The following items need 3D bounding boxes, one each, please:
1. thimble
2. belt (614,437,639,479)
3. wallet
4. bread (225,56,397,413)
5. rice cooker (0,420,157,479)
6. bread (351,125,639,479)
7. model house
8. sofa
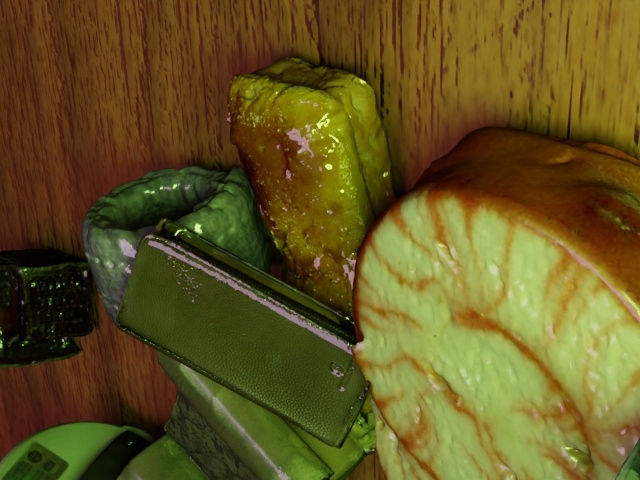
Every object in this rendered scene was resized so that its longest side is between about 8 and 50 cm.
[{"bbox_3d":[-0.116,0.006,1.164,0.150,0.150,0.098,13,125,47],"label":"thimble"},{"bbox_3d":[0.295,0.166,0.668,0.295,0.160,0.207,39,120,3],"label":"belt"},{"bbox_3d":[-0.053,0.070,1.059,0.198,0.031,0.110,29,127,8],"label":"wallet"},{"bbox_3d":[0.001,-0.001,1.074,0.139,0.077,0.271,22,132,47],"label":"bread"},{"bbox_3d":[-0.249,0.315,1.481,0.226,0.226,0.244,47,143,20],"label":"rice cooker"},{"bbox_3d":[0.154,0.096,0.913,0.295,0.114,0.328,22,128,43],"label":"bread"},{"bbox_3d":[-0.314,0.063,1.469,0.152,0.165,0.106,-36,67,54],"label":"model house"},{"bbox_3d":[-0.081,0.193,1.218,0.200,0.182,0.258,48,143,20],"label":"sofa"}]
